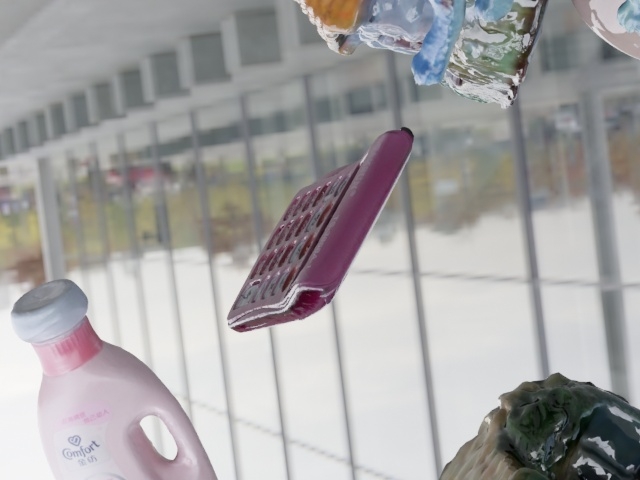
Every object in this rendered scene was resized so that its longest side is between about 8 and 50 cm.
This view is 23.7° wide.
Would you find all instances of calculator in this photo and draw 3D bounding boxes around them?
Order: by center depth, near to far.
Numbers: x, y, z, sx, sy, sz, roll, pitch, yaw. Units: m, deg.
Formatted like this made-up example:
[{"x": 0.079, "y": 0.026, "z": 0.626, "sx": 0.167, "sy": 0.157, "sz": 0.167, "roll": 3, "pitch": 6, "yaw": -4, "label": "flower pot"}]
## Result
[{"x": 0.000, "y": 0.000, "z": 1.014, "sx": 0.034, "sy": 0.126, "sz": 0.190, "roll": 32, "pitch": 160, "yaw": -13, "label": "calculator"}]

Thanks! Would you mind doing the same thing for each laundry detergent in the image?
[{"x": -0.222, "y": 0.197, "z": 1.613, "sx": 0.159, "sy": 0.335, "sz": 0.088, "roll": -23, "pitch": -158, "yaw": 1, "label": "laundry detergent"}]

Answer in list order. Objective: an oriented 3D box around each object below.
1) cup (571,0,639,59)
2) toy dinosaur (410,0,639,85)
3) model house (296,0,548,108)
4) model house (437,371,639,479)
[{"x": 0.270, "y": -0.253, "z": 1.186, "sx": 0.253, "sy": 0.191, "sz": 0.200, "roll": -6, "pitch": 145, "yaw": -20, "label": "cup"}, {"x": 0.112, "y": -0.164, "z": 0.825, "sx": 0.329, "sy": 0.144, "sz": 0.076, "roll": -1, "pitch": -139, "yaw": 5, "label": "toy dinosaur"}, {"x": 0.043, "y": -0.304, "z": 1.399, "sx": 0.339, "sy": 0.297, "sz": 0.360, "roll": 12, "pitch": -179, "yaw": 2, "label": "model house"}, {"x": 0.308, "y": 0.393, "z": 1.461, "sx": 0.395, "sy": 0.445, "sz": 0.400, "roll": -51, "pitch": -175, "yaw": 8, "label": "model house"}]
